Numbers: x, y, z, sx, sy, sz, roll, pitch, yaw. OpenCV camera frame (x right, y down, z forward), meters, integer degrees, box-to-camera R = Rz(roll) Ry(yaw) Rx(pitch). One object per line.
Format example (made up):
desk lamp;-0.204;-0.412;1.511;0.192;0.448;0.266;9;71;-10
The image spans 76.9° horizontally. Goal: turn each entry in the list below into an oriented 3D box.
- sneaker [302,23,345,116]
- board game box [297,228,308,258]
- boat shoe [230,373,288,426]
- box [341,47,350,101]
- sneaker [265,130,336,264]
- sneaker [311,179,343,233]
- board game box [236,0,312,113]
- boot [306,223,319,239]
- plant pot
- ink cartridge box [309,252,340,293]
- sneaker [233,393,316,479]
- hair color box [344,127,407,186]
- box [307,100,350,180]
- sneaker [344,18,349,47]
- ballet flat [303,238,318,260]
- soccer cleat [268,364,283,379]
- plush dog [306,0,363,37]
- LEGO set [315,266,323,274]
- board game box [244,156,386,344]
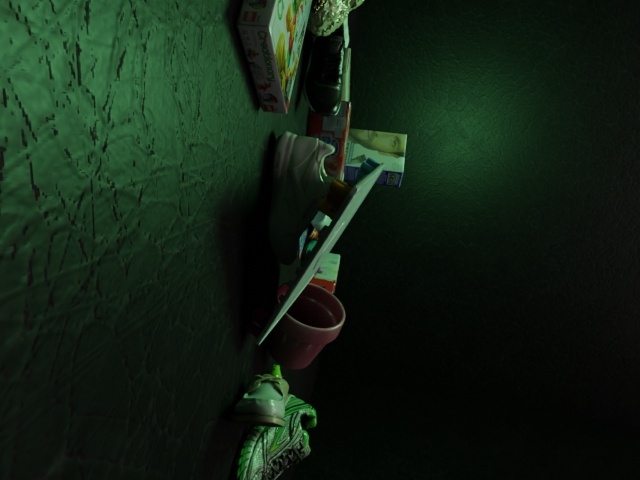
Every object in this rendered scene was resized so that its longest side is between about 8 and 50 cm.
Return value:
sneaker;0.016;-0.473;1.073;0.124;0.107;0.284;123;-31;-67
board game box;-0.055;-0.084;1.384;0.281;0.027;0.145;-76;170;-50
boat shoe;-0.126;0.344;0.875;0.302;0.113;0.104;113;-13;-67
box;0.041;-0.511;1.338;0.275;0.113;0.094;82;16;-76
sneaker;-0.040;-0.077;0.891;0.114;0.152;0.305;-76;173;-65
sneaker;0.024;-0.146;1.471;0.151;0.094;0.256;69;38;-66
board game box;-0.063;-0.401;0.678;0.193;0.053;0.306;80;18;-72
boot;-0.011;-0.030;1.567;0.059;0.085;0.158;-39;-171;20
plant pot;-0.055;0.239;1.096;0.201;0.201;0.180;-71;-177;-65
ink cartridge box;0.011;0.165;1.891;0.078;0.134;0.231;93;8;-47
sneaker;-0.106;0.514;0.995;0.343;0.146;0.134;-51;149;-59
hair color box;0.153;-0.328;1.560;0.110;0.338;0.185;89;11;-64
box;0.024;-0.324;1.326;0.122;0.128;0.257;-55;152;-78
sneaker;0.047;-0.717;1.296;0.092;0.087;0.229;6;85;-78
ballet flat;-0.028;0.013;1.649;0.079;0.076;0.222;120;-8;-49
soccer cleat;-0.130;0.449;1.211;0.072;0.060;0.179;-77;170;-54
plush dog;0.038;-0.586;0.941;0.225;0.210;0.262;-56;173;1
LEGO set;0.003;0.047;1.837;0.087;0.093;0.228;-56;153;-78
board game box;0.000;0.000;0.921;0.390;0.050;0.390;-58;176;23
